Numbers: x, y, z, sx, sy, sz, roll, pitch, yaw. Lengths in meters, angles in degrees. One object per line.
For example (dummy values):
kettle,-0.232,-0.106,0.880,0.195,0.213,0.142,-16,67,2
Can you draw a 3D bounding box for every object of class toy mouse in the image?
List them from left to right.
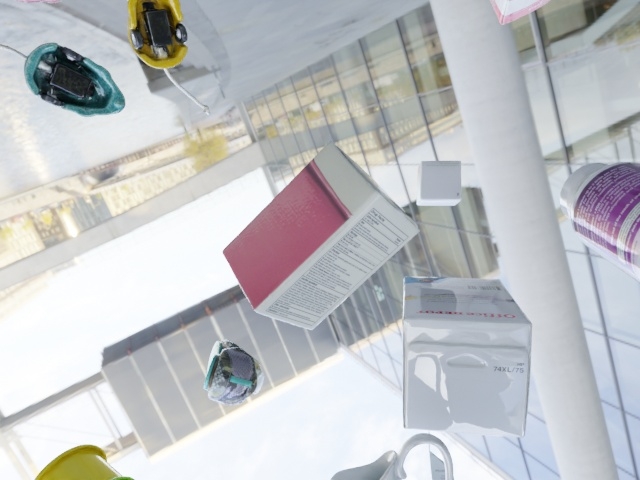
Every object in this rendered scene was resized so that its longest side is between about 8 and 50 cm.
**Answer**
toy mouse,-0.162,-0.140,0.330,0.143,0.161,0.031,-27,-146,-26

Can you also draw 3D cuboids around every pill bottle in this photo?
pill bottle,0.527,-0.035,0.838,0.169,0.169,0.301,-19,-158,4

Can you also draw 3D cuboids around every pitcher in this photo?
pitcher,0.132,0.375,0.675,0.178,0.207,0.125,-36,176,11

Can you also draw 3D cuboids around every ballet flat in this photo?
ballet flat,-0.060,0.093,0.354,0.041,0.041,0.114,-24,178,-14

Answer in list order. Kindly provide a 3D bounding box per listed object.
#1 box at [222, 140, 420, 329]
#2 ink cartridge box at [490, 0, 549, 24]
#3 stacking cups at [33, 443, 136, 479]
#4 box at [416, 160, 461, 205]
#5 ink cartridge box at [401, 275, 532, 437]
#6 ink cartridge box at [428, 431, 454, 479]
box,0.000,0.000,0.741,0.232,0.149,0.127,-44,-126,11
ink cartridge box,0.321,-0.510,0.837,0.117,0.207,0.283,-23,-179,17
stacking cups,-0.143,0.309,0.475,0.316,0.096,0.096,20,-145,27
box,0.296,-0.142,1.277,0.101,0.101,0.087,1,176,5
ink cartridge box,0.247,0.192,0.925,0.198,0.197,0.270,1,-170,10
ink cartridge box,0.220,0.454,0.917,0.045,0.145,0.179,-2,-155,11
